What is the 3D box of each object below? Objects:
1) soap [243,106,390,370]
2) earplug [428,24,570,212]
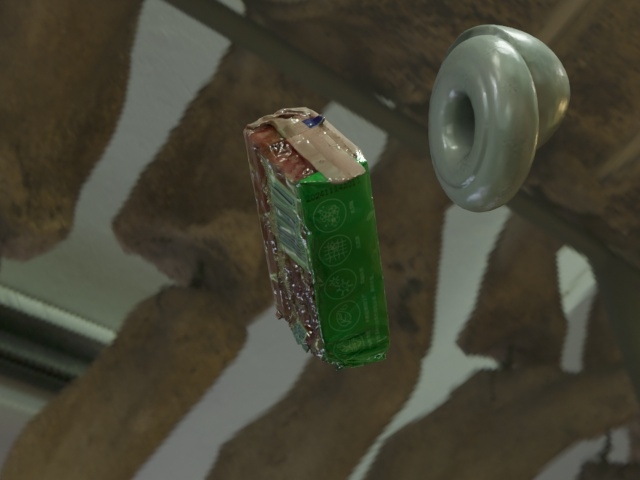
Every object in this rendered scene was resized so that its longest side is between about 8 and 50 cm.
[{"bbox_3d":[-0.002,0.001,1.492,0.098,0.218,0.273,-19,-56,-14],"label":"soap"},{"bbox_3d":[0.223,-0.162,1.687,0.175,0.325,0.214,12,-66,6],"label":"earplug"}]
